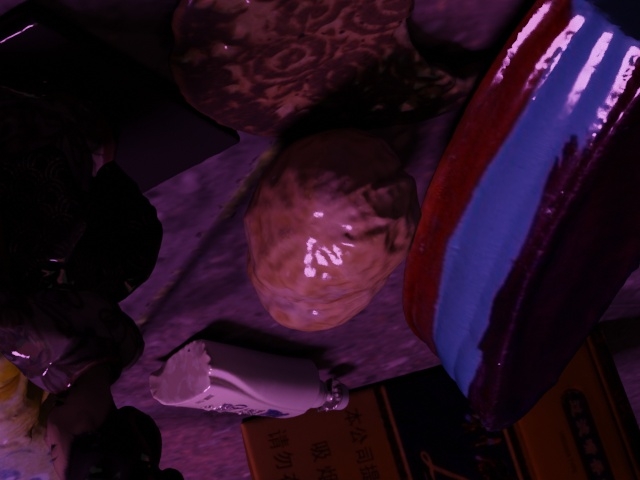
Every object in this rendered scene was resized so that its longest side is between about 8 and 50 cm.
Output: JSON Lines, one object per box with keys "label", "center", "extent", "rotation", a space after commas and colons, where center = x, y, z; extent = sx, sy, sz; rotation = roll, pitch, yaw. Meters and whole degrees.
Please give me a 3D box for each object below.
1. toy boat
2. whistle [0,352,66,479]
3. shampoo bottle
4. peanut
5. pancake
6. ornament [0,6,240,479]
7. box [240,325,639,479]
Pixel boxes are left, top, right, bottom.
{"label": "toy boat", "center": [0.113, -0.010, 0.989], "extent": [0.136, 0.079, 0.392], "rotation": [-18, 154, -19]}
{"label": "whistle", "center": [-0.174, 0.092, 1.042], "extent": [0.104, 0.057, 0.198], "rotation": [-21, 149, -17]}
{"label": "shampoo bottle", "center": [-0.032, 0.083, 1.124], "extent": [0.049, 0.034, 0.141], "rotation": [-40, 148, 29]}
{"label": "peanut", "center": [0.000, 0.000, 0.917], "extent": [0.080, 0.080, 0.174], "rotation": [-12, 165, -10]}
{"label": "pancake", "center": [0.023, -0.097, 0.819], "extent": [0.184, 0.020, 0.190], "rotation": [1, 150, -31]}
{"label": "ornament", "center": [-0.115, 0.038, 0.801], "extent": [0.153, 0.196, 0.166], "rotation": [-29, 151, 21]}
{"label": "box", "center": [0.083, 0.159, 1.208], "extent": [0.237, 0.152, 0.070], "rotation": [-15, 154, -3]}
